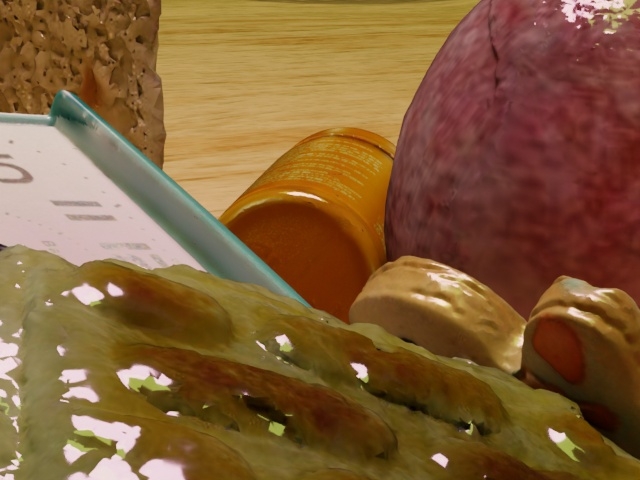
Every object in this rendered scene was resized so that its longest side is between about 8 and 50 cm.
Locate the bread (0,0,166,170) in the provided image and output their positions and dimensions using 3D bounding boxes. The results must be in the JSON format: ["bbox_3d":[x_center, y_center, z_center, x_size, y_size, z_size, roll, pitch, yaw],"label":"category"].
[{"bbox_3d":[-0.167,-0.152,1.344,0.315,0.248,0.279,15,19,25],"label":"bread"}]

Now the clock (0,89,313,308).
[{"bbox_3d":[-0.137,0.040,0.764,0.231,0.116,0.262,-1,31,-40],"label":"clock"}]

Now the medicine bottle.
[{"bbox_3d":[0.000,0.000,1.068,0.096,0.096,0.192,6,13,9],"label":"medicine bottle"}]

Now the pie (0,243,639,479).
[{"bbox_3d":[0.022,0.094,0.566,0.306,0.071,0.306,21,25,-11],"label":"pie"}]

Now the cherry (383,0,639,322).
[{"bbox_3d":[0.125,-0.039,0.946,0.175,0.250,0.192,15,17,7],"label":"cherry"}]

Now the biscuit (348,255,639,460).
[{"bbox_3d":[0.108,0.073,0.704,0.234,0.153,0.030,26,58,25],"label":"biscuit"}]
